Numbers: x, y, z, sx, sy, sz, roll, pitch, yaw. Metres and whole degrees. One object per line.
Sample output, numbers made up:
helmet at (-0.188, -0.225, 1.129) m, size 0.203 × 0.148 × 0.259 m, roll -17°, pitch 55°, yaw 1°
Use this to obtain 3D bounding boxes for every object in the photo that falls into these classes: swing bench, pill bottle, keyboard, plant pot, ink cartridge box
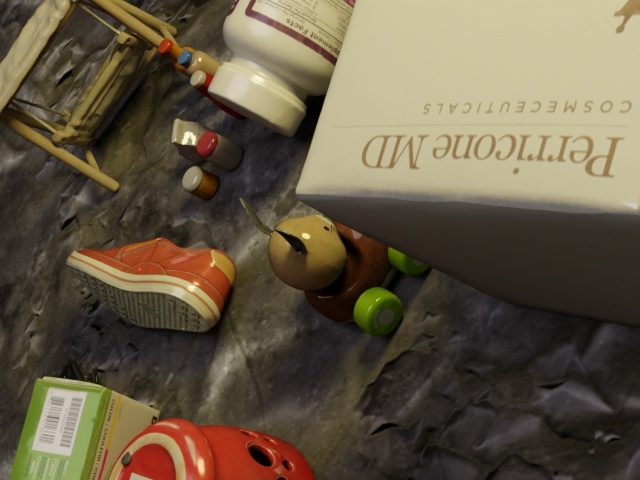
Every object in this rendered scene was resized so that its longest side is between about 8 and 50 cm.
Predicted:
swing bench at (-0.366, -0.254, 1.604) m, size 0.253 × 0.254 × 0.165 m, roll -51°, pitch 42°, yaw 13°
pill bottle at (-0.021, -0.292, 1.335) m, size 0.169 × 0.169 × 0.302 m, roll 29°, pitch 91°, yaw 49°
keyboard at (-0.337, 0.241, 1.489) m, size 0.108 × 0.023 × 0.180 m, roll -58°, pitch 41°, yaw 16°
plant pot at (-0.125, 0.287, 1.132) m, size 0.191 × 0.174 × 0.191 m, roll -24°, pitch 52°, yaw 34°
ink cartridge box at (-0.249, 0.284, 1.232) m, size 0.097 × 0.255 × 0.189 m, roll 4°, pitch 71°, yaw 24°

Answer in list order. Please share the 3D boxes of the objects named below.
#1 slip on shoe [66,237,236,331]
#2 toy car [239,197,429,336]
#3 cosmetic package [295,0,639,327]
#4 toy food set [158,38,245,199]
slip on shoe at (-0.232, 0.050, 1.426) m, size 0.331 × 0.123 × 0.101 m, roll 4°, pitch 50°, yaw 47°
toy car at (0.000, 0.000, 1.140) m, size 0.155 × 0.188 × 0.149 m, roll 31°, pitch 93°, yaw 49°
cosmetic package at (0.247, -0.153, 0.862) m, size 0.329 × 0.327 × 0.394 m, roll 6°, pitch 75°, yaw 47°
toy food set at (-0.174, -0.184, 1.482) m, size 0.111 × 0.104 × 0.232 m, roll -19°, pitch 56°, yaw 39°
